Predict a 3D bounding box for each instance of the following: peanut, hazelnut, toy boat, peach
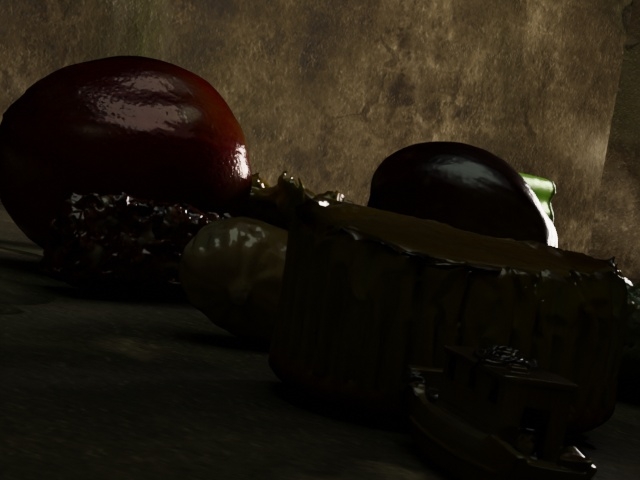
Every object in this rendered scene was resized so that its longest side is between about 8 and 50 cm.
[{"bbox_3d":[-0.016,0.045,1.342,0.101,0.117,0.263,-36,-29,31],"label":"peanut"},{"bbox_3d":[0.141,0.013,1.577,0.218,0.218,0.234,10,-20,14],"label":"hazelnut"},{"bbox_3d":[0.096,0.099,0.870,0.057,0.077,0.200,8,3,-16],"label":"toy boat"},{"bbox_3d":[-0.218,-0.080,1.654,0.274,0.249,0.245,3,4,-30],"label":"peach"}]

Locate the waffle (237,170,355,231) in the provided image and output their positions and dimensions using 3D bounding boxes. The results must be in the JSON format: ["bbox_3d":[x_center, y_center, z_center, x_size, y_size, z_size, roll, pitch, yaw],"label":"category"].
[{"bbox_3d":[0.000,0.000,1.820,0.302,0.068,0.325,25,-16,-28],"label":"waffle"}]

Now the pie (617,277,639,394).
[{"bbox_3d":[0.283,0.092,1.445,0.274,0.106,0.257,10,-6,5],"label":"pie"}]

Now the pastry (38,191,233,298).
[{"bbox_3d":[-0.179,0.009,1.502,0.208,0.097,0.115,9,-9,-40],"label":"pastry"}]

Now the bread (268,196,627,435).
[{"bbox_3d":[0.091,0.058,1.087,0.253,0.143,0.227,12,1,-13],"label":"bread"}]

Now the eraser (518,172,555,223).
[{"bbox_3d":[0.223,-0.010,2.203,0.274,0.210,0.092,4,6,-44],"label":"eraser"}]

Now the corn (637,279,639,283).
[{"bbox_3d":[0.463,0.109,1.786,0.101,0.101,0.291,8,7,-31],"label":"corn"}]
